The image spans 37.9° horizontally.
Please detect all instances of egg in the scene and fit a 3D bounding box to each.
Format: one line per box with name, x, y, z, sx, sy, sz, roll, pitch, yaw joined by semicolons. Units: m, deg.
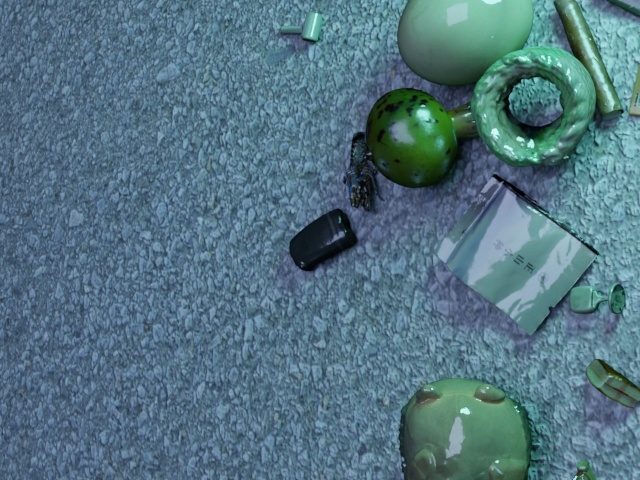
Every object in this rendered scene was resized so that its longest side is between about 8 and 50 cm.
egg;0.273;-0.410;1.780;0.269;0.219;0.219;-23;70;23

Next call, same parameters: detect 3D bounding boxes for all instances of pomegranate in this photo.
pomegranate;0.204;-0.210;1.829;0.247;0.202;0.202;-19;69;-2

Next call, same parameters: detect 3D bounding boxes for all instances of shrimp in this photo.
shrimp;0.090;-0.140;1.961;0.082;0.076;0.174;3;76;-7

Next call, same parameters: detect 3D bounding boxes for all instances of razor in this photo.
razor;0.000;0.000;1.990;0.148;0.054;0.090;-32;62;24

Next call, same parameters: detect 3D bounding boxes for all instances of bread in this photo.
bread;0.501;0.246;1.618;0.109;0.062;0.043;40;105;35

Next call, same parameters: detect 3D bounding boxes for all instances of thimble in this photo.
thimble;0.388;-0.239;1.684;0.219;0.150;0.219;6;105;23

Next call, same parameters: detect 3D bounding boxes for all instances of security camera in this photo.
security camera;0.489;0.104;1.662;0.092;0.058;0.058;-1;81;46

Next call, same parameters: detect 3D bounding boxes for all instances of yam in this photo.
yam;0.494;-0.344;1.727;0.046;0.046;0.264;-26;70;27

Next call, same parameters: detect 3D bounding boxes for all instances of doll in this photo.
doll;0.256;0.422;1.646;0.247;0.247;0.350;-2;89;33

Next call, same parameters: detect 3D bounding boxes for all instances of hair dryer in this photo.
hair dryer;-0.051;-0.484;2.119;0.124;0.038;0.063;11;86;41

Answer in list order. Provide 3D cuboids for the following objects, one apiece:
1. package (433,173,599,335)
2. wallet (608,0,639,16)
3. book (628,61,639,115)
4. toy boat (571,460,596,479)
package;0.363;0.023;1.748;0.251;0.062;0.204;42;105;23
wallet;0.614;-0.526;1.677;0.168;0.052;0.245;35;107;22
book;0.638;-0.269;1.639;0.172;0.012;0.118;13;90;34
toy boat;0.453;0.476;1.604;0.089;0.071;0.185;-11;76;33
